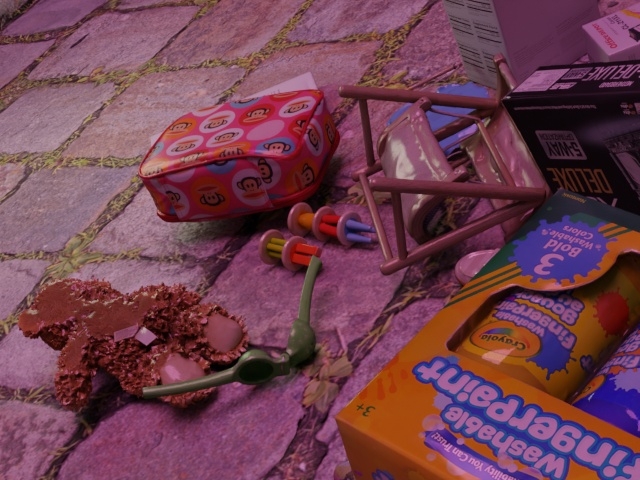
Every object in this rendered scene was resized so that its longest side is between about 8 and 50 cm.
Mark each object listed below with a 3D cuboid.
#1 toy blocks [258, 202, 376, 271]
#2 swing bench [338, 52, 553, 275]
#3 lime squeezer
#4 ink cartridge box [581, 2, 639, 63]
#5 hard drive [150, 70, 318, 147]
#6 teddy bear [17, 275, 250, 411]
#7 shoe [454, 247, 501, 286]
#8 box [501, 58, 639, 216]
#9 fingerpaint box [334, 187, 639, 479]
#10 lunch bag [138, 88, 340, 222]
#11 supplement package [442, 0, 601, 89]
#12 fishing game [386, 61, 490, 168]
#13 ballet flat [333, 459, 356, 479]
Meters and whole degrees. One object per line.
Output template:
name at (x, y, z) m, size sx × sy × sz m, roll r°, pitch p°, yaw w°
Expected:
toy blocks at (0.000, 0.000, 1.696) m, size 0.148 × 0.054 × 0.123 m, roll 11°, pitch 45°, yaw 42°
swing bench at (0.176, -0.109, 1.614) m, size 0.255 × 0.165 × 0.253 m, roll -11°, pitch 37°, yaw -2°
lime squeezer at (-0.078, 0.132, 1.513) m, size 0.310 × 0.059 × 0.110 m, roll -38°, pitch 74°, yaw -27°
ink cartridge box at (0.507, -0.309, 1.801) m, size 0.175 × 0.072 × 0.127 m, roll -21°, pitch 32°, yaw 3°
hard drive at (-0.144, -0.188, 2.082) m, size 0.319 × 0.040 × 0.210 m, roll -22°, pitch 32°, yaw 3°
teddy bear at (-0.256, 0.144, 1.625) m, size 0.338 × 0.113 × 0.245 m, roll -1°, pitch 45°, yaw 20°
shoe at (0.265, 0.028, 1.474) m, size 0.219 × 0.058 × 0.076 m, roll 1°, pitch 39°, yaw 34°
box at (0.374, -0.085, 1.313) m, size 0.076 × 0.242 × 0.307 m, roll -41°, pitch 24°, yaw -22°
fingerpaint box at (0.304, 0.174, 1.068) m, size 0.445 × 0.163 × 0.371 m, roll 25°, pitch 56°, yaw 39°
lunch bag at (-0.123, -0.149, 1.876) m, size 0.293 × 0.120 × 0.258 m, roll -7°, pitch 35°, yaw 23°
supplement package at (0.324, -0.378, 1.902) m, size 0.194 × 0.203 × 0.149 m, roll -34°, pitch 33°, yaw -16°
fishing game at (0.186, -0.179, 1.856) m, size 0.189 × 0.041 × 0.264 m, roll -29°, pitch 37°, yaw 6°
ballet flat at (0.105, 0.270, 1.213) m, size 0.221 × 0.077 × 0.079 m, roll -1°, pitch 42°, yaw 26°
